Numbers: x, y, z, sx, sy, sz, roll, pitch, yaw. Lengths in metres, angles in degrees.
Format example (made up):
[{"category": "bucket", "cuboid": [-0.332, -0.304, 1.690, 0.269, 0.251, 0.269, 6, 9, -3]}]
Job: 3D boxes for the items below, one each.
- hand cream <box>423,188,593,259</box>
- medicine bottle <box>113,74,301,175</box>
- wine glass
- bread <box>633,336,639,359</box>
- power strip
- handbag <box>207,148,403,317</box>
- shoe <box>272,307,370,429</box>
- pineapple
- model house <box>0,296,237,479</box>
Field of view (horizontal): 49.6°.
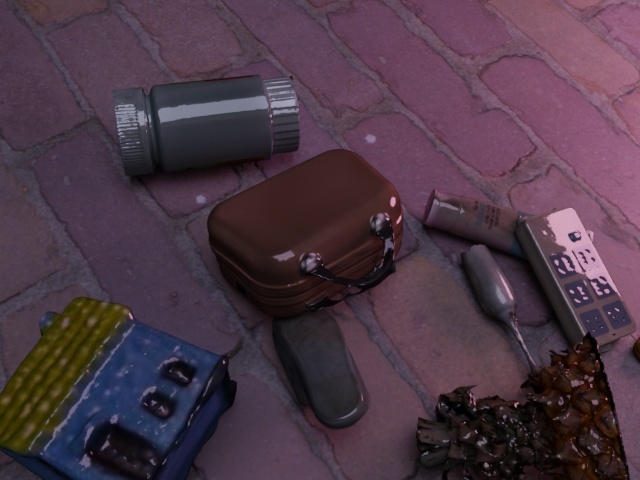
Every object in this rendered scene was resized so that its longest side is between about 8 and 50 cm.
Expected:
[{"category": "hand cream", "cuboid": [0.343, -0.015, 1.245, 0.313, 0.070, 0.111, 15, 61, -1]}, {"category": "medicine bottle", "cuboid": [-0.201, -0.212, 1.254, 0.318, 0.158, 0.158, -8, 60, -10]}, {"category": "wine glass", "cuboid": [0.309, 0.117, 1.161, 0.074, 0.074, 0.262, -14, 60, -14]}, {"category": "bread", "cuboid": [0.568, 0.173, 1.171, 0.088, 0.033, 0.049, -34, 74, -23]}, {"category": "power strip", "cuboid": [0.435, 0.062, 1.188, 0.118, 0.046, 0.270, -16, 71, -21]}, {"category": "handbag", "cuboid": [0.000, 0.000, 1.116, 0.302, 0.149, 0.283, -28, 44, -24]}, {"category": "shoe", "cuboid": [-0.001, 0.200, 1.062, 0.103, 0.100, 0.251, -16, 38, -13]}, {"category": "pineapple", "cuboid": [0.278, 0.279, 0.995, 0.272, 0.262, 0.262, -10, 58, 14]}, {"category": "model house", "cuboid": [-0.293, 0.226, 0.957, 0.303, 0.215, 0.237, 22, 60, 14]}]
